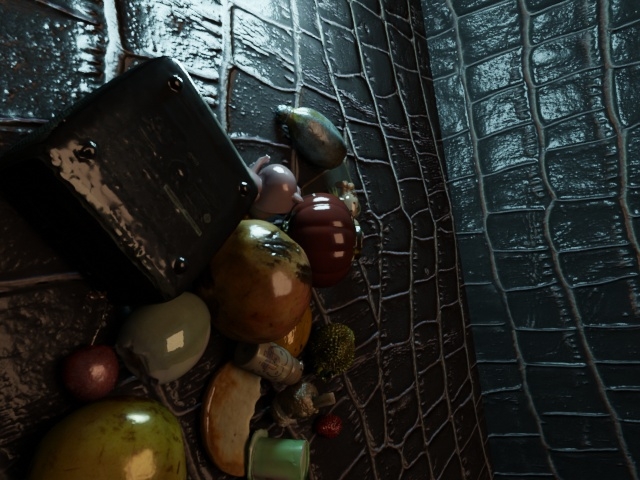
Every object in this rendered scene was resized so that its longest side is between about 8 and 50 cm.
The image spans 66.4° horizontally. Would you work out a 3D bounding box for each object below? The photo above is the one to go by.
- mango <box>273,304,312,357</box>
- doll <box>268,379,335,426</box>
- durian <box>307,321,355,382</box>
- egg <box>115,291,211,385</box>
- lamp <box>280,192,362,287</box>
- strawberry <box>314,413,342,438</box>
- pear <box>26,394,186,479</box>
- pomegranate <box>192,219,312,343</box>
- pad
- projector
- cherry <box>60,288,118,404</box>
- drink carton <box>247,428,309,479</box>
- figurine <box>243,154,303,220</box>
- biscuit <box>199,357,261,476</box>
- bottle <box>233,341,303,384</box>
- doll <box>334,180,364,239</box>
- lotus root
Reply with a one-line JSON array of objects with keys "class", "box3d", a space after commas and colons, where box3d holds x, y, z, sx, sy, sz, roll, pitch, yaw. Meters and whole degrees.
[{"class": "mango", "box3d": [-0.089, 0.246, 1.504, 0.157, 0.109, 0.262, 45, 46, -37]}, {"class": "doll", "box3d": [-0.062, 0.464, 1.399, 0.105, 0.221, 0.115, 12, 60, -43]}, {"class": "durian", "box3d": [0.035, 0.370, 1.635, 0.159, 0.146, 0.198, 25, 78, -51]}, {"class": "egg", "box3d": [-0.333, 0.203, 1.082, 0.217, 0.183, 0.183, -45, 120, -42]}, {"class": "lamp", "box3d": [0.000, 0.000, 1.551, 0.303, 0.257, 0.303, -178, -90, -85]}, {"class": "strawberry", "box3d": [0.022, 0.616, 1.619, 0.096, 0.083, 0.083, 8, 76, -48]}, {"class": "pear", "box3d": [-0.382, 0.419, 0.896, 0.280, 0.280, 0.281, 18, 68, -53]}, {"class": "pomegranate", "box3d": [-0.173, 0.102, 1.232, 0.322, 0.322, 0.322, 18, 68, -53]}, {"class": "pad", "box3d": [0.085, -0.127, 1.891, 0.375, 0.063, 0.315, -42, 118, -51]}, {"class": "projector", "box3d": [-0.376, -0.124, 1.044, 0.395, 0.242, 0.405, 60, 40, -30]}, {"class": "cherry", "box3d": [-0.461, 0.216, 0.971, 0.107, 0.090, 0.226, -8, 92, -37]}, {"class": "drink carton", "box3d": [-0.109, 0.596, 1.328, 0.144, 0.142, 0.146, 50, 42, -71]}, {"class": "figurine", "box3d": [-0.199, -0.148, 1.427, 0.287, 0.186, 0.176, 6, 37, -36]}, {"class": "biscuit", "box3d": [-0.239, 0.448, 1.293, 0.204, 0.040, 0.309, 40, 49, -47]}, {"class": "bottle", "box3d": [-0.140, 0.339, 1.348, 0.209, 0.110, 0.097, 41, 28, -40]}, {"class": "doll", "box3d": [0.099, -0.081, 1.823, 0.154, 0.119, 0.278, 23, 64, -52]}, {"class": "lotus root", "box3d": [-0.022, -0.376, 1.721, 0.322, 0.140, 0.158, 38, 53, -43]}]
